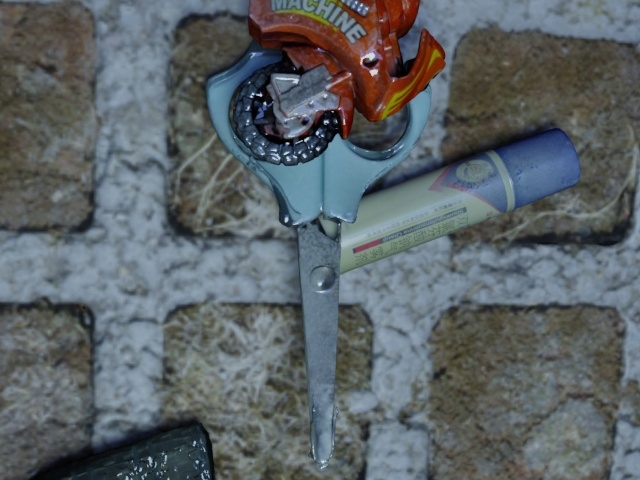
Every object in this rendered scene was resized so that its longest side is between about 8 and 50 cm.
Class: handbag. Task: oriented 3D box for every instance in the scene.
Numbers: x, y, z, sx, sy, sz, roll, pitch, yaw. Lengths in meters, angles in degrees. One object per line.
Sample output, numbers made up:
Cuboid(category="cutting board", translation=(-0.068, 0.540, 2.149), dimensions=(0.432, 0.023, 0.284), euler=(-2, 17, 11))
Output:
Cuboid(category="handbag", translation=(-0.167, 0.297, 0.802), dimensions=(0.175, 0.088, 0.271), euler=(-4, 99, -18))

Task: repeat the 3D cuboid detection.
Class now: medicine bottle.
Cuboid(category="medicine bottle", translation=(0.112, -0.036, 0.814), dimensions=(0.230, 0.059, 0.059), euler=(-21, 101, -7))

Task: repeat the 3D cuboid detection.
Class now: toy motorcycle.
Cuboid(category="toy motorcycle", translation=(0.016, -0.202, 0.735), dimensions=(0.171, 0.089, 0.298), euler=(3, 83, 2))

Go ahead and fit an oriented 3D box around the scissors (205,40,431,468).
Cuboid(category="scissors", translation=(0.000, 0.000, 0.753), dimensions=(0.191, 0.029, 0.361), euler=(1, 76, -7))
